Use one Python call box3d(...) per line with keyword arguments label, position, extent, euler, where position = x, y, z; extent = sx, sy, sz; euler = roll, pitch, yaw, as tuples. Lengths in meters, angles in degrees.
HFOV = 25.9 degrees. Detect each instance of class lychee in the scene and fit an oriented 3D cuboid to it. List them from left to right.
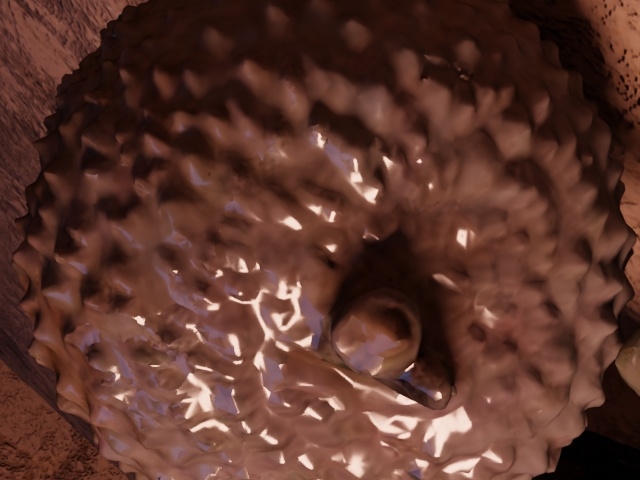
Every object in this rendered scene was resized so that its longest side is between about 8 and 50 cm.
box3d(label="lychee", position=(0.000, 0.000, 0.868), extent=(0.380, 0.380, 0.432), euler=(55, 179, -20))

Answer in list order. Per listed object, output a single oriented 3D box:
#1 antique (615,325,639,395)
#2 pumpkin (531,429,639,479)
box3d(label="antique", position=(0.299, 0.114, 0.845), extent=(0.125, 0.150, 0.284), euler=(31, 162, 43))
box3d(label="pumpkin", position=(0.128, 0.348, 0.979), extent=(0.454, 0.454, 0.344), euler=(17, 158, 51))
